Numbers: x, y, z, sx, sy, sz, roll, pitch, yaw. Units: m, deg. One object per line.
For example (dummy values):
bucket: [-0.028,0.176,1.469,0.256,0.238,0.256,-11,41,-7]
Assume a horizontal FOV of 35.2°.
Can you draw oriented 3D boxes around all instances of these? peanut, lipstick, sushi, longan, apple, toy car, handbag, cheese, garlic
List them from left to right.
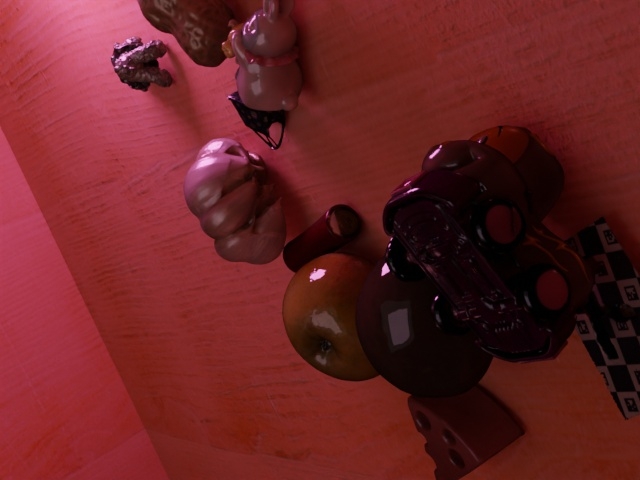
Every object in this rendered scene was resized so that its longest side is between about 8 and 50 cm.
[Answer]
peanut: [-0.274,-0.469,2.006,0.159,0.143,0.291,-39,80,36]
garlic: [-0.185,-0.090,2.122,0.203,0.185,0.281,-38,60,42]
handbag: [-0.113,-0.243,2.040,0.115,0.072,0.139,27,149,41]
lipstick: [0.000,0.000,2.046,0.080,0.080,0.241,59,150,5]
apple: [0.046,0.149,1.974,0.261,0.194,0.260,21,133,24]
longan: [0.176,0.123,1.725,0.300,0.243,0.300,23,116,61]
cheese: [0.257,0.343,1.906,0.177,0.128,0.203,56,154,13]
toy car: [0.269,-0.004,1.493,0.340,0.240,0.271,53,153,-9]
sushi: [0.448,0.110,1.493,0.279,0.043,0.192,62,152,12]

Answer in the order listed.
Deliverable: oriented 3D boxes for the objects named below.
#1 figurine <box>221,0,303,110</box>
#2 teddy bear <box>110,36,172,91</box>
figurine: [-0.102,-0.368,1.865,0.155,0.127,0.235,41,140,48]
teddy bear: [-0.438,-0.405,2.340,0.213,0.111,0.133,19,126,48]
